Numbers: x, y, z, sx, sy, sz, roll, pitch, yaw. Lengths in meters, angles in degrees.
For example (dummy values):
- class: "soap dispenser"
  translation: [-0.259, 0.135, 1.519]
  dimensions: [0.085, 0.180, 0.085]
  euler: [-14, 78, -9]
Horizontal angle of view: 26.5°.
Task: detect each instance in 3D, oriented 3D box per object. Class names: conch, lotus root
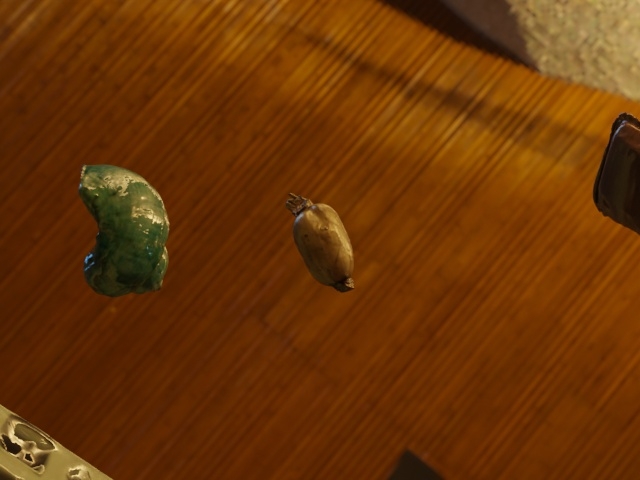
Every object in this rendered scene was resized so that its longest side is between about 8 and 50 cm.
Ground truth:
- class: "conch"
  translation: [-0.295, -0.003, 2.071]
  dimensions: [0.196, 0.134, 0.202]
  euler: [-94, -176, -55]
- class: "lotus root"
  translation: [0.000, 0.000, 1.763]
  dimensions: [0.072, 0.063, 0.152]
  euler: [-42, -106, 43]

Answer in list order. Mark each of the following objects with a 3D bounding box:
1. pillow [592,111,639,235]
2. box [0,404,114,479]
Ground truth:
- class: "pillow"
  translation: [0.384, -0.040, 1.488]
  dimensions: [0.211, 0.034, 0.135]
  euler: [42, -46, 38]
- class: "box"
  translation: [-0.387, 0.263, 1.209]
  dimensions: [0.367, 0.373, 0.090]
  euler: [36, 28, -11]
